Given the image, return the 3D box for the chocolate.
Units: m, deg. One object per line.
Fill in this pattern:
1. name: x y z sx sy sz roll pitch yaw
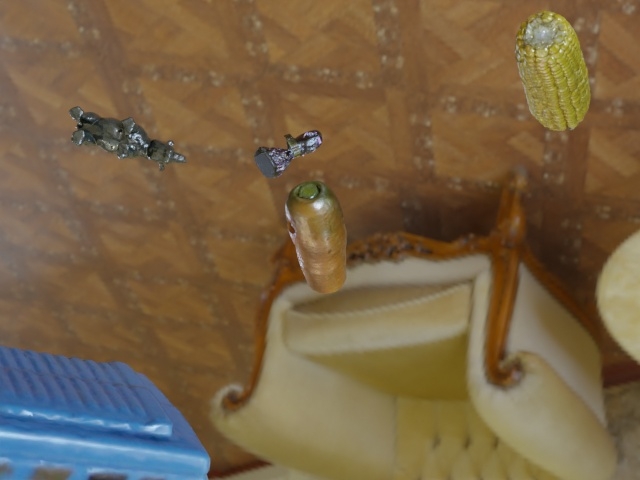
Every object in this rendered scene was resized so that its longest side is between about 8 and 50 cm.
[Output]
1. chocolate: -0.053 -0.172 2.191 0.072 0.147 0.070 18 135 41

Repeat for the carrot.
1. carrot: 0.000 0.000 1.704 0.087 0.087 0.193 6 137 19

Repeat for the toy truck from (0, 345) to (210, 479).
1. toy truck: -0.253 0.124 0.568 0.385 0.162 0.161 12 -172 -26

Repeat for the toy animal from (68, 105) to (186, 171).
1. toy animal: -0.210 -0.109 1.305 0.135 0.047 0.065 15 178 6

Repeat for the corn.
1. corn: 0.275 -0.194 1.390 0.080 0.080 0.238 7 167 18
